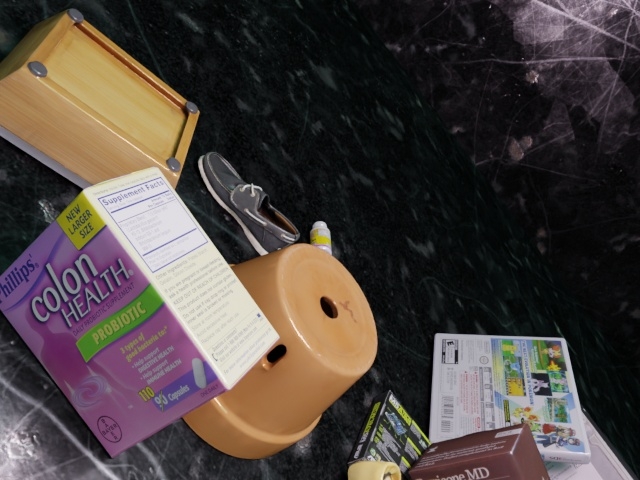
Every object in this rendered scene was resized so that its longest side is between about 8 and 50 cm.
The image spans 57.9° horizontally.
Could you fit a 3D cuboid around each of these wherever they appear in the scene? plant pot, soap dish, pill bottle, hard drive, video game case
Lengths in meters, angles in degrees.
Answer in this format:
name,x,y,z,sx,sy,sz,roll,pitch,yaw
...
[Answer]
name,x,y,z,sx,sy,sz,roll,pitch,yaw
plant pot,-0.058,0.137,0.835,0.290,0.203,0.291,35,35,-30
soap dish,-0.321,-0.188,0.861,0.290,0.118,0.229,36,35,-28
pill bottle,0.000,0.000,1.216,0.043,0.043,0.083,34,36,-33
hard drive,0.495,0.486,1.174,0.064,0.237,0.339,38,17,-28
video game case,0.392,0.324,1.249,0.329,0.299,0.036,-69,155,-56

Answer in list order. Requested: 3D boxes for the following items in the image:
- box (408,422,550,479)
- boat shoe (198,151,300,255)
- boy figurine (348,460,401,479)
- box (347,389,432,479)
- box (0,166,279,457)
name,x,y,z,sx,sy,sz,roll,pitch,yaw
box,0.315,0.521,0.953,0.143,0.191,0.382,-6,73,-59
boat shoe,-0.131,-0.076,1.069,0.233,0.079,0.084,51,31,-5
boy figurine,0.123,0.475,0.878,0.177,0.092,0.285,8,58,-50
box,0.143,0.397,1.029,0.191,0.045,0.184,52,28,-7
box,-0.210,0.083,0.652,0.243,0.213,0.117,55,29,-2
